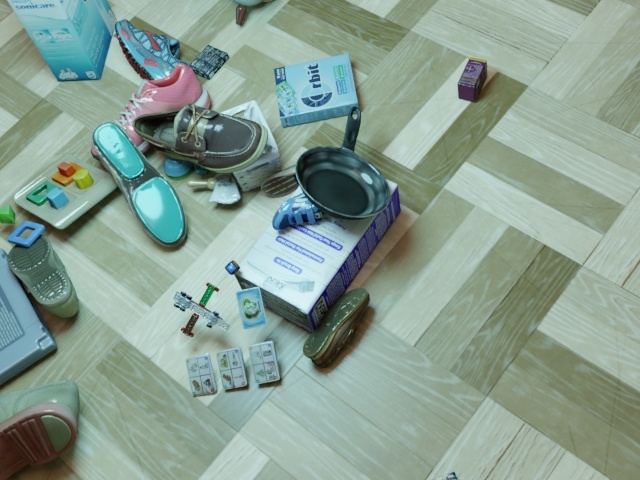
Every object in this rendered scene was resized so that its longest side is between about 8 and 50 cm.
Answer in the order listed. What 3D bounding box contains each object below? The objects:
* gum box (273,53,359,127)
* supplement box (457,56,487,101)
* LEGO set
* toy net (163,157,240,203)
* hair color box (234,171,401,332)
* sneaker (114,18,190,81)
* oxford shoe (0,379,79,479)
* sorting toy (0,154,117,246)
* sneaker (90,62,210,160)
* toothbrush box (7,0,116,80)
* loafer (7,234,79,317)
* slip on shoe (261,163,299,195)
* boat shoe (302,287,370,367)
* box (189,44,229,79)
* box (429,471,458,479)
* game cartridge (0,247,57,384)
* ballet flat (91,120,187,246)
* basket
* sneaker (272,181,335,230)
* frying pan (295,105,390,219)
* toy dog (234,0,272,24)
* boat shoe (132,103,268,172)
[{"bbox_3d":[-0.010,-0.353,1.919,0.184,0.041,0.157,-11,59,3],"label":"gum box"},{"bbox_3d":[0.346,-0.365,1.853,0.043,0.055,0.083,17,64,21],"label":"supplement box"},{"bbox_3d":[-0.187,0.167,1.603,0.182,0.060,0.244,-12,90,8],"label":"LEGO set"},{"bbox_3d":[-0.252,-0.152,1.847,0.232,0.045,0.122,36,70,25],"label":"toy net"},{"bbox_3d":[0.000,0.000,1.671,0.185,0.110,0.339,27,66,24],"label":"hair color box"},{"bbox_3d":[-0.412,-0.465,2.036,0.125,0.104,0.262,-34,69,-14],"label":"sneaker"},{"bbox_3d":[-0.637,0.385,1.572,0.396,0.141,0.146,-19,27,5],"label":"oxford shoe"},{"bbox_3d":[-0.583,-0.124,1.854,0.196,0.047,0.347,26,57,35],"label":"sorting toy"},{"bbox_3d":[-0.412,-0.305,1.895,0.314,0.136,0.116,-36,47,-16],"label":"sneaker"},{"bbox_3d":[-0.632,-0.572,2.016,0.126,0.295,0.216,-1,59,10],"label":"toothbrush box"},{"bbox_3d":[-0.591,0.082,1.745,0.102,0.092,0.268,-28,42,-15],"label":"loafer"},{"bbox_3d":[-0.069,-0.141,1.804,0.135,0.051,0.041,-25,33,-2],"label":"slip on shoe"},{"bbox_3d":[0.038,0.170,1.593,0.178,0.060,0.064,-51,34,-16],"label":"boat shoe"},{"bbox_3d":[-0.279,-0.445,2.037,0.067,0.018,0.083,27,68,24],"label":"box"},{"bbox_3d":[0.211,0.477,1.395,0.093,0.027,0.137,-20,58,-1],"label":"box"},{"bbox_3d":[-0.705,0.172,1.732,0.198,0.062,0.297,-36,60,-6],"label":"game cartridge"},{"bbox_3d":[-0.394,-0.121,1.802,0.107,0.106,0.316,-30,88,-15],"label":"ballet flat"},{"bbox_3d":[-0.160,-0.209,1.825,0.113,0.103,0.167,-22,59,-3],"label":"basket"},{"bbox_3d":[-0.030,-0.059,1.620,0.144,0.053,0.059,-33,60,-8],"label":"sneaker"},{"bbox_3d":[0.026,-0.158,1.640,0.197,0.053,0.326,2,47,-24],"label":"frying pan"},{"bbox_3d":[-0.260,-0.671,2.089,0.333,0.220,0.161,36,103,34],"label":"toy dog"},{"bbox_3d":[-0.266,-0.228,1.739,0.342,0.123,0.123,14,82,37],"label":"boat shoe"}]
